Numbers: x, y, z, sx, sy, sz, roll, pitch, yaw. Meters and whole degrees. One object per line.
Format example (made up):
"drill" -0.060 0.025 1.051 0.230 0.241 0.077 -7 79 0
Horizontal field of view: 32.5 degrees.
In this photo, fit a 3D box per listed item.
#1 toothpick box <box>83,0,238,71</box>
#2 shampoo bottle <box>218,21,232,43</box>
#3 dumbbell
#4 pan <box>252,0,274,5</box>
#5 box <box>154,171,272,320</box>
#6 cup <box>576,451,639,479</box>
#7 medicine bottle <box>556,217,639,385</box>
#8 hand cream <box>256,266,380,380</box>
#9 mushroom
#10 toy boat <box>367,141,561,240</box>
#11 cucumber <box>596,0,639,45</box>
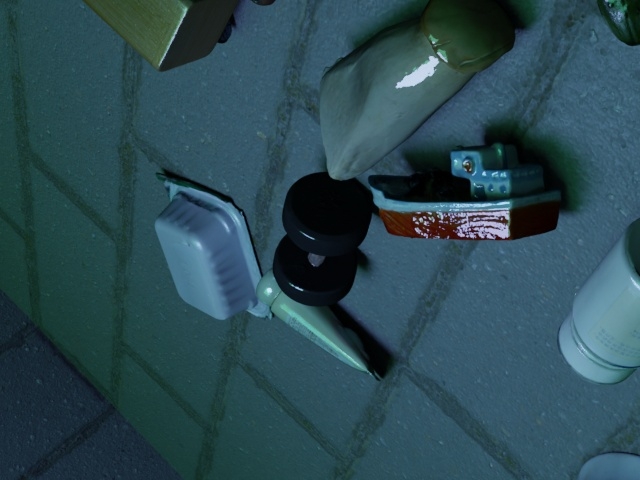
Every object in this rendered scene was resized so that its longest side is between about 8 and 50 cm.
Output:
"toothpick box" -0.299 -0.439 1.786 0.308 0.190 0.187 44 127 12
"shampoo bottle" -0.240 -0.388 1.925 0.214 0.072 0.072 24 140 39
"dumbbell" 0.000 0.000 1.933 0.152 0.152 0.218 40 149 19
"pan" -0.119 -0.416 1.770 0.115 0.023 0.068 34 147 27
"box" -0.254 0.039 2.373 0.264 0.106 0.336 23 139 40
"cup" 0.524 0.531 1.785 0.347 0.163 0.347 35 147 27
"medicine bottle" 0.417 0.087 1.463 0.143 0.143 0.258 43 148 15
"hand cream" 0.001 0.173 2.178 0.306 0.093 0.147 44 177 12
"mushroom" 0.113 -0.228 1.553 0.407 0.138 0.154 -36 50 55
"toy boat" 0.189 -0.075 1.616 0.332 0.145 0.133 2 102 51
"cucumber" 0.349 -0.271 1.276 0.067 0.035 0.107 8 130 49
